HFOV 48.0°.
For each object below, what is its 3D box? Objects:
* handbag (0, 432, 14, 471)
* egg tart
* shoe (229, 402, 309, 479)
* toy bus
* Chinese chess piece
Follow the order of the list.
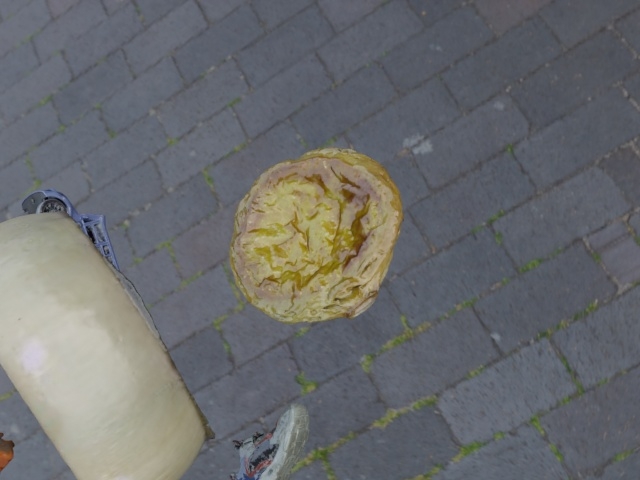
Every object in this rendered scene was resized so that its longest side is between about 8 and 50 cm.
[{"bbox_3d":[-0.458,0.225,0.484,0.303,0.410,0.116,-45,48,29],"label":"handbag"},{"bbox_3d":[-0.004,-0.001,1.245,0.341,0.129,0.341,-11,62,21],"label":"egg tart"},{"bbox_3d":[-0.109,0.415,1.431,0.126,0.099,0.227,24,89,27],"label":"shoe"},{"bbox_3d":[-0.450,0.045,1.334,0.126,0.133,0.292,-15,93,46],"label":"toy bus"},{"bbox_3d":[-0.261,0.130,0.784,0.141,0.338,0.338,-35,59,-23],"label":"Chinese chess piece"}]
